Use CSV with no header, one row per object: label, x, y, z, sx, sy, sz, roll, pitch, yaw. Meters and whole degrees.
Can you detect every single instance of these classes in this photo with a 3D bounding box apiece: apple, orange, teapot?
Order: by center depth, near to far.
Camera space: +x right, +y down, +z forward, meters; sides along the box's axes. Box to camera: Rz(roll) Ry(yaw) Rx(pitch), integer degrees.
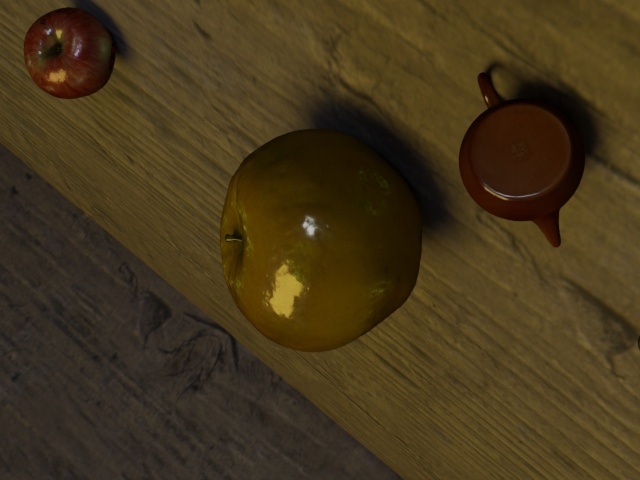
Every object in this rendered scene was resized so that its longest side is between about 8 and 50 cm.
teapot,0.182,-0.075,0.803,0.116,0.116,0.173,124,125,-71
orange,0.000,0.000,1.087,0.279,0.235,0.279,178,90,-71
apple,-0.402,-0.299,1.415,0.146,0.146,0.131,39,-176,11

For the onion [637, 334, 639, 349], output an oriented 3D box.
onion,0.409,0.160,0.773,0.272,0.195,0.272,-22,-90,-83
